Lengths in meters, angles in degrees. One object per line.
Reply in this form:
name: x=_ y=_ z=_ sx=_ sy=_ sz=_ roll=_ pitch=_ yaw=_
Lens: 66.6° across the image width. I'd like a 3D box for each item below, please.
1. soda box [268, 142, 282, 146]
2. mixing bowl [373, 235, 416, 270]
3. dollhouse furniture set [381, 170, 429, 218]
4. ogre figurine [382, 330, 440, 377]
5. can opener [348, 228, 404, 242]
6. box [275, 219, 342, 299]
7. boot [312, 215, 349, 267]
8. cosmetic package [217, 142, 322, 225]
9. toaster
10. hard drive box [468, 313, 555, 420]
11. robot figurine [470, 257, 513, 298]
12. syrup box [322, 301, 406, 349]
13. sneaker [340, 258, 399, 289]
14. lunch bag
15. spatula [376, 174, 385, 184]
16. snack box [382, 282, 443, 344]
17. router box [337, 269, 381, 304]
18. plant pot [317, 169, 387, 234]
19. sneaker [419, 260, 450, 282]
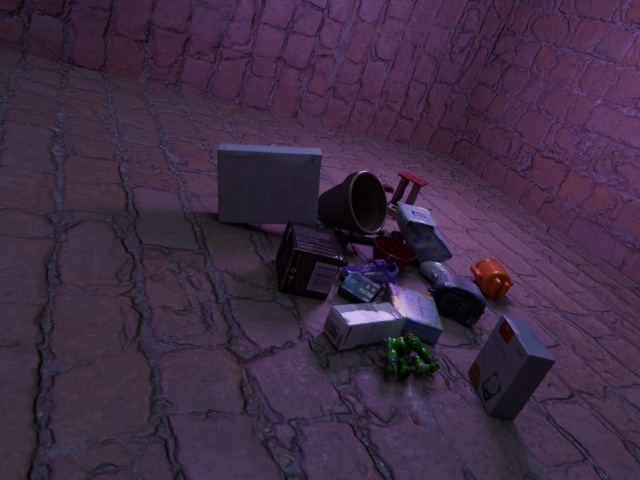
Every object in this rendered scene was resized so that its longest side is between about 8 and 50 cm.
soda box: x=-0.223 y=-0.424 z=2.569 sx=0.092 sy=0.083 sz=0.263 roll=11 pitch=26 yaw=-22
mixing bowl: x=0.280 y=0.066 z=1.954 sx=0.181 sy=0.098 sz=0.181 roll=18 pitch=25 yaw=-9
dollhouse furniture set: x=0.397 y=-0.217 z=2.494 sx=0.152 sy=0.201 sz=0.374 roll=31 pitch=27 yaw=19
ogre figurine: x=0.252 y=0.334 z=1.413 sx=0.197 sy=0.097 sz=0.118 roll=-8 pitch=53 yaw=-21
can opener: x=0.247 y=-0.017 z=2.153 sx=0.280 sy=0.074 sz=0.093 roll=9 pitch=-7 yaw=-27
box: x=-0.045 y=0.063 z=1.626 sx=0.167 sy=0.169 sz=0.203 roll=13 pitch=26 yaw=-16
boot: x=0.000 y=0.000 z=1.881 sx=0.263 sy=0.091 sz=0.229 roll=24 pitch=24 yaw=1
cosmetic package: x=-0.192 y=-0.208 z=1.825 sx=0.377 sy=0.285 sz=0.097 roll=2 pitch=28 yaw=-7
toaster: x=0.495 y=0.207 z=1.810 sx=0.227 sy=0.129 sz=0.146 roll=20 pitch=21 yaw=4
hard drive box: x=0.541 y=0.363 z=1.403 sx=0.089 sy=0.232 sz=0.181 roll=16 pitch=25 yaw=-12
robot figurine: x=0.736 y=0.158 z=2.092 sx=0.158 sy=0.128 sz=0.219 roll=-15 pitch=27 yaw=6
syrup box: x=0.133 y=0.254 z=1.467 sx=0.236 sy=0.096 sz=0.093 roll=1 pitch=30 yaw=-36
sneaker: x=0.189 y=0.112 z=1.787 sx=0.236 sy=0.105 sz=0.095 roll=9 pitch=29 yaw=-22
lunch bag: x=0.429 y=-0.034 z=2.098 sx=0.262 sy=0.160 sz=0.223 roll=50 pitch=15 yaw=-20
spatula: x=0.200 y=-0.248 z=2.418 sx=0.019 sy=0.242 sz=0.168 roll=54 pitch=9 yaw=-25
snack box: x=0.308 y=0.244 z=1.654 sx=0.174 sy=0.070 sz=0.207 roll=18 pitch=26 yaw=-5
router box: x=0.134 y=0.169 z=1.669 sx=0.122 sy=0.038 sz=0.092 roll=29 pitch=51 yaw=18
plant pot: x=0.114 y=-0.143 z=2.008 sx=0.229 sy=0.263 sz=0.263 roll=-6 pitch=2 yaw=43
sneaker: x=0.484 y=0.160 z=1.963 sx=0.212 sy=0.080 sz=0.094 roll=33 pitch=39 yaw=21
